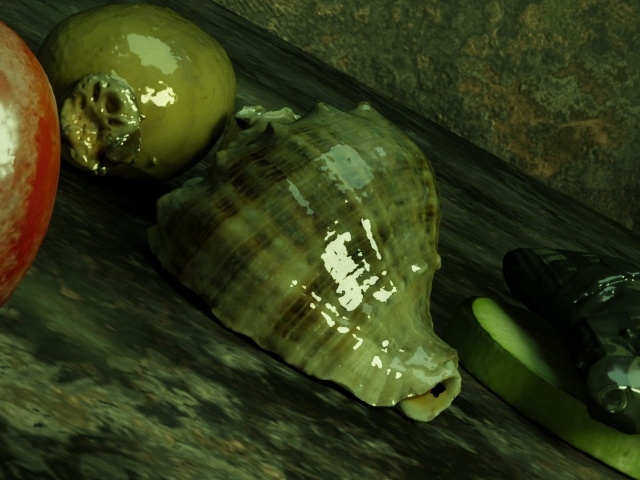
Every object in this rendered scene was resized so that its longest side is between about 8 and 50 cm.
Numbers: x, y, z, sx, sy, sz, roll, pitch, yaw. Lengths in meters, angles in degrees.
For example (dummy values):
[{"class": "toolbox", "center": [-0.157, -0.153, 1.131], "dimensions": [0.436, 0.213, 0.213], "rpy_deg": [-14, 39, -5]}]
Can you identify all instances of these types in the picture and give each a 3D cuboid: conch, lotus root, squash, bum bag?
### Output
[{"class": "conch", "center": [0.007, -0.015, 1.247], "dimensions": [0.210, 0.159, 0.291], "rpy_deg": [20, 16, -48]}, {"class": "lotus root", "center": [-0.138, -0.116, 1.383], "dimensions": [0.146, 0.131, 0.303], "rpy_deg": [8, 8, 4]}, {"class": "squash", "center": [0.216, 0.126, 1.484], "dimensions": [0.252, 0.049, 0.252], "rpy_deg": [27, 12, -7]}, {"class": "bum bag", "center": [0.243, 0.072, 1.434], "dimensions": [0.144, 0.095, 0.340], "rpy_deg": [10, 15, -9]}]

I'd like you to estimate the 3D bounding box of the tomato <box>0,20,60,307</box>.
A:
[{"class": "tomato", "center": [-0.200, -0.023, 0.766], "dimensions": [0.187, 0.151, 0.187], "rpy_deg": [-8, -7, -1]}]
